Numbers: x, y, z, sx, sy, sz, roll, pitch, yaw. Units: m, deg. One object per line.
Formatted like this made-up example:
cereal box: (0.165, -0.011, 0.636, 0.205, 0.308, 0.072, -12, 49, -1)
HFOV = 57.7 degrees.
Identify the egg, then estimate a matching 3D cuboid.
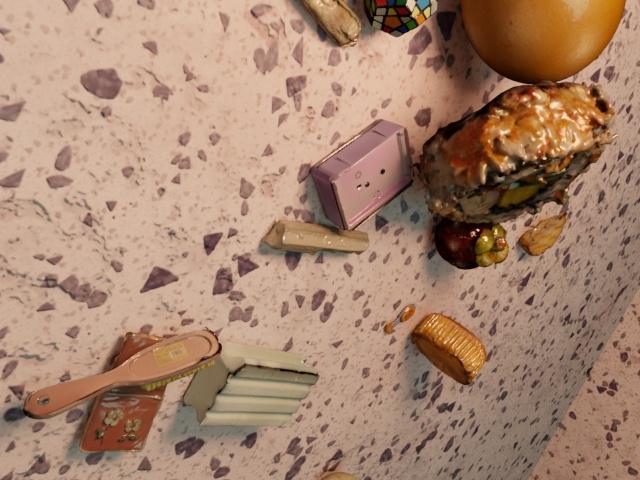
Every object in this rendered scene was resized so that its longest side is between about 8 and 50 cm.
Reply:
egg: (0.397, -0.449, 1.055, 0.282, 0.282, 0.351, -51, 135, -6)

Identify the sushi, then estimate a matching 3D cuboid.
sushi: (0.385, -0.157, 1.151, 0.417, 0.176, 0.417, -16, 161, -6)

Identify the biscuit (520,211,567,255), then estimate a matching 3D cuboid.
biscuit: (0.668, -0.016, 1.761, 0.183, 0.061, 0.118, -31, 135, -23)

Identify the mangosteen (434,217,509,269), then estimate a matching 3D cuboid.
mangosteen: (0.370, -0.002, 1.392, 0.166, 0.180, 0.166, -12, 114, -29)

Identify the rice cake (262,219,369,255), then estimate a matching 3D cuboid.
rice cake: (0.000, 0.000, 1.143, 0.256, 0.052, 0.057, 7, 139, -46)

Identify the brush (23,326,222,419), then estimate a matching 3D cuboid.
brush: (-0.307, 0.227, 0.938, 0.313, 0.072, 0.067, -17, 134, -31)

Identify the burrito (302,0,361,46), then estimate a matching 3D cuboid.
burrito: (0.015, -0.370, 0.923, 0.058, 0.045, 0.188, -36, 144, 15)

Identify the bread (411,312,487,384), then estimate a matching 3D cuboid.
bread: (0.344, 0.280, 1.539, 0.104, 0.199, 0.199, -45, 138, -17)

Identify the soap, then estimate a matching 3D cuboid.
soap: (-0.133, 0.294, 1.179, 0.261, 0.094, 0.150, 23, 103, -50)

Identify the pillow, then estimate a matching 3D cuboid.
pillow: (-0.325, 0.265, 1.008, 0.126, 0.043, 0.232, 17, 102, -47)

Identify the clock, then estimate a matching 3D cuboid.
clock: (0.086, -0.128, 1.124, 0.193, 0.073, 0.144, -38, 135, -20)

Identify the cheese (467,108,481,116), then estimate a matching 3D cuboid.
cheese: (0.379, -0.198, 1.367, 0.137, 0.064, 0.227, -37, 137, -18)

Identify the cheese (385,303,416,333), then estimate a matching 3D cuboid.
cheese: (0.208, 0.199, 1.493, 0.111, 0.017, 0.047, -36, 132, -21)

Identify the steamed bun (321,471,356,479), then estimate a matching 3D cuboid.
steamed bun: (0.044, 0.690, 1.594, 0.112, 0.091, 0.130, -16, 123, -41)

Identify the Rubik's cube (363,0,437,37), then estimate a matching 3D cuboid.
Rubik's cube: (0.131, -0.405, 0.959, 0.133, 0.112, 0.133, -25, 131, -33)
